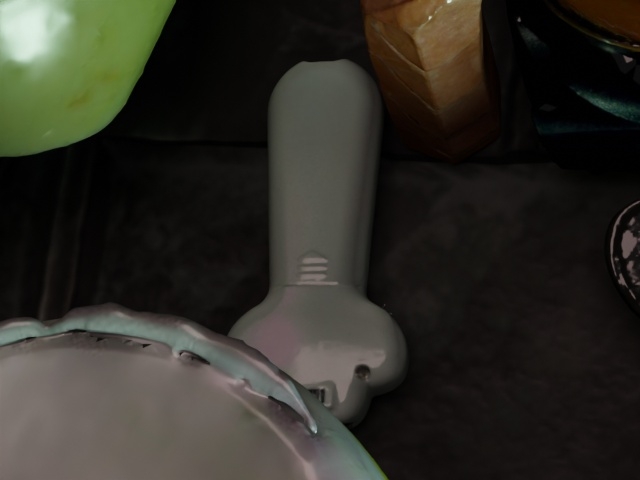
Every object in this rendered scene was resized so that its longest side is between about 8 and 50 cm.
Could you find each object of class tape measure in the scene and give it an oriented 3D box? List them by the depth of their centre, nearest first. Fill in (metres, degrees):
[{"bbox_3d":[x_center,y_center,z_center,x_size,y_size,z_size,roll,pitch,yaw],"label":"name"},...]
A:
[{"bbox_3d":[0.194,-0.129,0.863,0.202,0.135,0.223,2,68,23],"label":"tape measure"}]

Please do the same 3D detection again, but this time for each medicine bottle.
[{"bbox_3d":[-0.040,0.178,0.663,0.213,0.379,0.213,-4,69,10],"label":"medicine bottle"}]

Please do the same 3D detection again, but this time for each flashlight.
[{"bbox_3d":[0.000,0.000,0.901,0.093,0.047,0.200,-2,67,10],"label":"flashlight"}]

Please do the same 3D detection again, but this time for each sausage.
[{"bbox_3d":[0.053,-0.097,0.857,0.065,0.169,0.065,-4,67,10],"label":"sausage"}]

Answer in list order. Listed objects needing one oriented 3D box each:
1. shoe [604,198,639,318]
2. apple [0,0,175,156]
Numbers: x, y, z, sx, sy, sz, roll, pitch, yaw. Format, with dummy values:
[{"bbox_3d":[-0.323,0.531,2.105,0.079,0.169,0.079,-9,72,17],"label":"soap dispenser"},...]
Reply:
[{"bbox_3d":[0.220,0.022,0.849,0.179,0.049,0.071,7,84,-5],"label":"shoe"},{"bbox_3d":[-0.223,-0.207,0.869,0.360,0.320,0.312,25,86,-3],"label":"apple"}]
